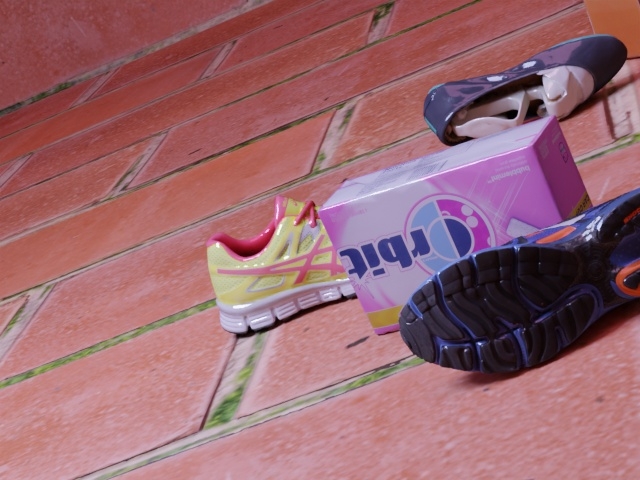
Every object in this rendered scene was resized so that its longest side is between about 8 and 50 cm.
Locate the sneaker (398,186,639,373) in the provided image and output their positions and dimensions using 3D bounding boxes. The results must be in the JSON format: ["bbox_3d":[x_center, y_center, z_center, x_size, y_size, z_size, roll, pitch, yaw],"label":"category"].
[{"bbox_3d":[0.157,0.026,1.140,0.221,0.083,0.087,-20,1,-2],"label":"sneaker"}]

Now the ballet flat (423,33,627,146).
[{"bbox_3d":[0.198,-0.135,1.661,0.203,0.074,0.074,-16,16,10],"label":"ballet flat"}]

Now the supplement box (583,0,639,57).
[{"bbox_3d":[0.378,-0.267,1.796,0.233,0.080,0.078,-32,18,-33],"label":"supplement box"}]

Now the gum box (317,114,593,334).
[{"bbox_3d":[0.098,-0.008,1.262,0.188,0.107,0.062,-16,16,30],"label":"gum box"}]

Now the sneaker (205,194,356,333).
[{"bbox_3d":[0.000,0.000,1.425,0.209,0.094,0.081,-22,13,4],"label":"sneaker"}]
